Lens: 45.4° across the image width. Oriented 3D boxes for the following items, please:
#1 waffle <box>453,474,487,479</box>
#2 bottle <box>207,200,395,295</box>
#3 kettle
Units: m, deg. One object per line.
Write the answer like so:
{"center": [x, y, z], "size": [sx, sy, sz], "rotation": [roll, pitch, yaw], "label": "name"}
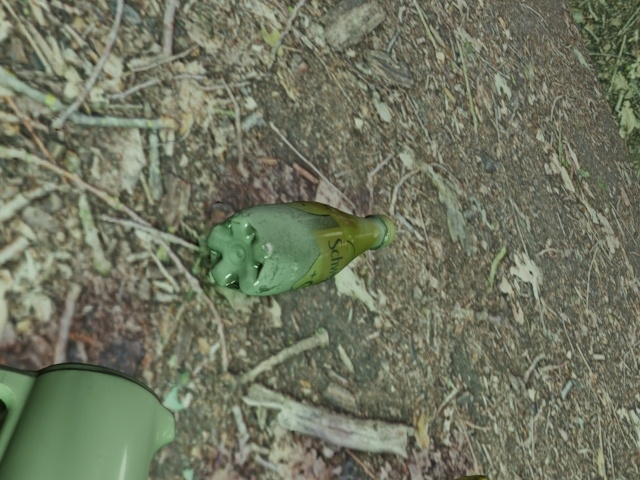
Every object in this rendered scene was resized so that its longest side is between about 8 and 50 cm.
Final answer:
{"center": [0.121, 0.362, 0.737], "size": [0.248, 0.055, 0.221], "rotation": [2, 70, -53], "label": "waffle"}
{"center": [0.000, 0.000, 0.758], "size": [0.270, 0.083, 0.083], "rotation": [-10, 79, -55], "label": "bottle"}
{"center": [-0.166, 0.157, 0.463], "size": [0.098, 0.127, 0.148], "rotation": [76, 16, -50], "label": "kettle"}
